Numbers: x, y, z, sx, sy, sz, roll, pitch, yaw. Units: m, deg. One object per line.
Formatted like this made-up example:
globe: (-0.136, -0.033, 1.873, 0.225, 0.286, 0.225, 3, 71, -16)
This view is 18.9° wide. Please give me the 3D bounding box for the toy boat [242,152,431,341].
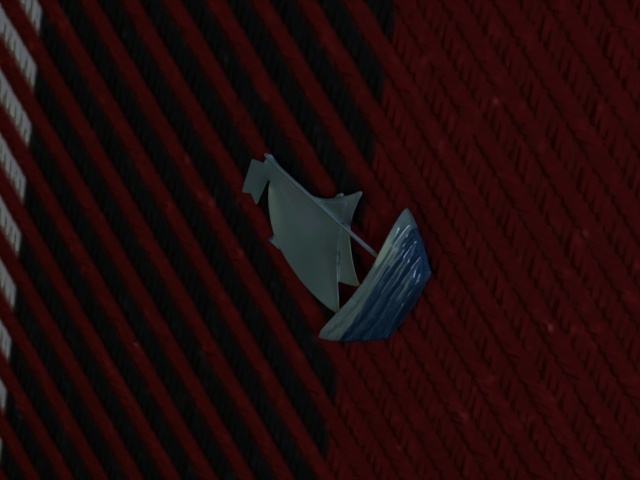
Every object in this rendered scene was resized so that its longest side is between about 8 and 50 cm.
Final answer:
toy boat: (0.002, 0.012, 1.238, 0.149, 0.034, 0.105, 19, 110, 25)
